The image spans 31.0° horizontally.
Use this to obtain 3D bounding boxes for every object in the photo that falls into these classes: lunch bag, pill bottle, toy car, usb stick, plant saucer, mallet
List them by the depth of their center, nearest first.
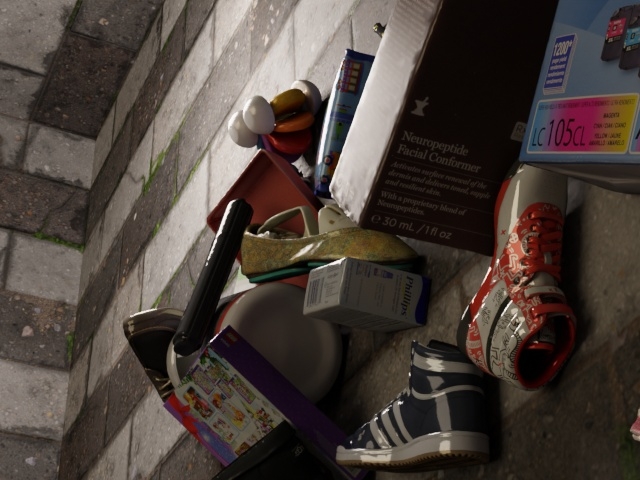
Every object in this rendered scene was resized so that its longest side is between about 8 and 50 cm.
[{"bbox_3d":[-0.173,0.056,1.860,0.077,0.045,0.278,-36,30,56],"label":"usb stick"},{"bbox_3d":[0.049,-0.176,1.890,0.293,0.138,0.221,-167,89,-78],"label":"lunch bag"},{"bbox_3d":[0.120,-0.344,1.926,0.190,0.039,0.062,-107,36,-59],"label":"mallet"},{"bbox_3d":[-0.053,-0.003,1.933,0.047,0.258,0.259,-36,-6,-39],"label":"plant saucer"},{"bbox_3d":[-0.125,0.193,1.945,0.363,0.210,0.210,158,123,-65],"label":"pill bottle"},{"bbox_3d":[-0.074,-0.215,2.204,0.136,0.159,0.182,64,151,2],"label":"toy car"}]

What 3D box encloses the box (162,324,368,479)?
[{"bbox_3d":[-0.083,0.285,1.714,0.057,0.293,0.201,-42,-6,-45],"label":"box"}]

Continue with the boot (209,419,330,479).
[{"bbox_3d":[-0.056,0.392,1.651,0.246,0.207,0.094,-43,-6,39],"label":"boot"}]

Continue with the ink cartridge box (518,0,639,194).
[{"bbox_3d":[0.363,-0.246,1.122,0.270,0.151,0.396,11,85,68],"label":"ink cartridge box"}]

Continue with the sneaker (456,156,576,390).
[{"bbox_3d":[0.249,0.035,1.302,0.145,0.090,0.270,37,112,62],"label":"sneaker"}]

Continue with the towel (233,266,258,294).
[{"bbox_3d":[-0.133,0.049,2.315,0.113,0.023,0.152,-13,62,63],"label":"towel"}]

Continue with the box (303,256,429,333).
[{"bbox_3d":[0.065,0.080,1.647,0.126,0.137,0.072,-22,56,64],"label":"box"}]

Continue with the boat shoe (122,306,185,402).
[{"bbox_3d":[-0.260,0.239,2.194,0.132,0.355,0.130,-21,58,10],"label":"boat shoe"}]

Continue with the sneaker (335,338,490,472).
[{"bbox_3d":[0.118,0.215,1.482,0.282,0.099,0.153,-23,60,55],"label":"sneaker"}]

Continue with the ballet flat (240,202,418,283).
[{"bbox_3d":[0.000,0.000,1.765,0.348,0.123,0.123,-7,69,46],"label":"ballet flat"}]

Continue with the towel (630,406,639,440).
[{"bbox_3d":[0.358,0.103,1.066,0.144,0.029,0.197,6,82,67],"label":"towel"}]

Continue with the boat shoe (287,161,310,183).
[{"bbox_3d":[-0.067,-0.079,2.107,0.340,0.127,0.158,2,60,56],"label":"boat shoe"}]

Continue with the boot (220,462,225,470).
[{"bbox_3d":[-0.108,0.428,1.913,0.248,0.090,0.207,-39,40,51],"label":"boot"}]

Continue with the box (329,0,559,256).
[{"bbox_3d":[0.170,-0.187,1.349,0.143,0.191,0.381,-124,49,-62],"label":"box"}]
